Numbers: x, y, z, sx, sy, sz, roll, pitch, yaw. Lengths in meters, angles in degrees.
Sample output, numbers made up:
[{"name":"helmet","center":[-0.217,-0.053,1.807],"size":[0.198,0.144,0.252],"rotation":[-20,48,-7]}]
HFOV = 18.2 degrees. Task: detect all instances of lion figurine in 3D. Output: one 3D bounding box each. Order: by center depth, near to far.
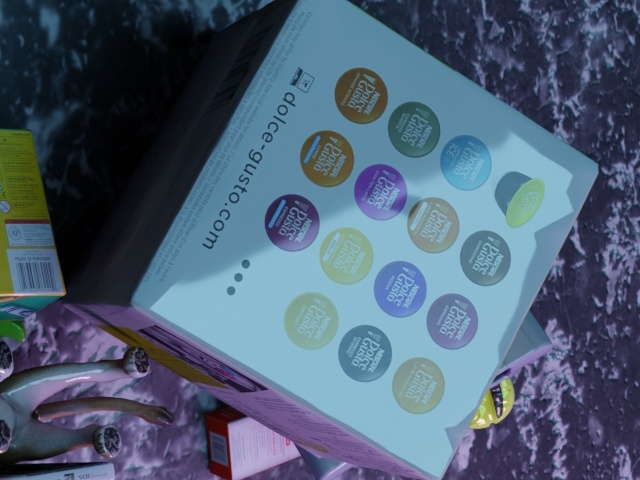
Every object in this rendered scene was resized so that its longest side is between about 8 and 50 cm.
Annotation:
[{"name":"lion figurine","center":[-0.332,0.166,1.846],"size":[0.392,0.240,0.142],"rotation":[23,57,-56]}]

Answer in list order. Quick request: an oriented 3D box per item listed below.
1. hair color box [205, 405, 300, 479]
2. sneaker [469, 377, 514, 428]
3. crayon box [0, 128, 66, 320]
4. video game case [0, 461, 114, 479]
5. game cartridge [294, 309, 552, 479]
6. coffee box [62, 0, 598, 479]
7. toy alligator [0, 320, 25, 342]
[{"name":"hair color box","center":[-0.057,0.207,2.186],"size":[0.141,0.043,0.072],"rotation":[-16,110,-38]},{"name":"sneaker","center":[0.136,0.073,2.297],"size":[0.109,0.123,0.296],"rotation":[-18,99,-2]},{"name":"crayon box","center":[-0.374,-0.014,1.772],"size":[0.278,0.081,0.165],"rotation":[0,71,-42]},{"name":"video game case","center":[-0.316,0.228,1.859],"size":[0.173,0.190,0.022],"rotation":[-5,87,-41]},{"name":"game cartridge","center":[0.076,0.109,2.159],"size":[0.297,0.198,0.062],"rotation":[-30,166,-12]},{"name":"coffee box","center":[0.000,0.000,1.911],"size":[0.334,0.338,0.338],"rotation":[32,78,-14]},{"name":"toy alligator","center":[-0.356,0.039,1.873],"size":[0.051,0.056,0.190],"rotation":[-38,112,12]}]
